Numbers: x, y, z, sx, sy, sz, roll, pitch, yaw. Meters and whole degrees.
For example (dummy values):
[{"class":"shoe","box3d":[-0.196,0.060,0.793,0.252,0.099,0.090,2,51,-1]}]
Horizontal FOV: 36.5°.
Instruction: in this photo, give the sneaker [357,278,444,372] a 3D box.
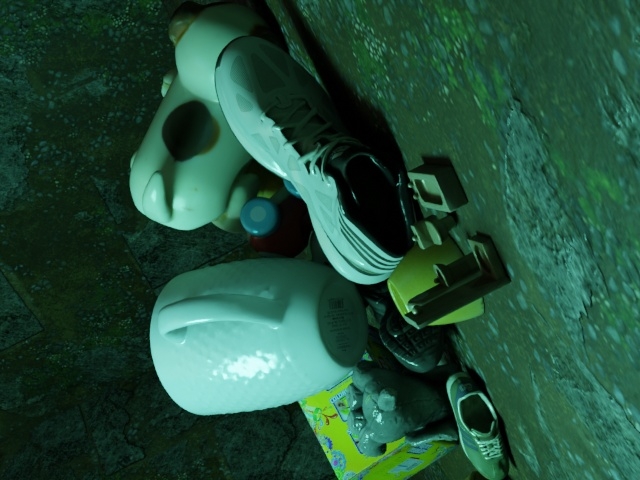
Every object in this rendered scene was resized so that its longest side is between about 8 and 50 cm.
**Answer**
[{"class":"sneaker","box3d":[0.155,0.147,1.637,0.130,0.109,0.286,60,-176,-26]}]

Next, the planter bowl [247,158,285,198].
[{"class":"planter bowl","box3d":[-0.081,-0.132,2.089,0.090,0.217,0.217,22,156,19]}]

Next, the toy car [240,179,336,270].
[{"class":"toy car","box3d":[0.000,0.000,1.829,0.238,0.210,0.219,48,179,17]}]

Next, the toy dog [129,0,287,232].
[{"class":"toy dog","box3d":[-0.216,-0.245,1.818,0.284,0.408,0.395,27,-162,20]}]

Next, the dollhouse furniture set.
[{"class":"dollhouse furniture set","box3d":[0.123,0.003,1.186,0.151,0.123,0.144,65,172,-10]}]

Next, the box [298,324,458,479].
[{"class":"box","box3d":[0.099,0.330,1.952,0.279,0.177,0.290,59,-167,24]}]

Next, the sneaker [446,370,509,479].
[{"class":"sneaker","box3d":[0.257,0.307,1.551,0.086,0.064,0.192,-135,22,-82]}]

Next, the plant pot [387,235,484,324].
[{"class":"plant pot","box3d":[0.149,0.064,1.333,0.134,0.095,0.134,61,173,13]}]

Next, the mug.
[{"class":"mug","box3d":[-0.121,0.155,1.715,0.374,0.328,0.276,21,-117,-53]}]

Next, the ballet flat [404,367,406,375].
[{"class":"ballet flat","box3d":[0.225,0.309,1.896,0.168,0.057,0.052,57,141,20]}]

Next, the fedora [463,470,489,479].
[{"class":"fedora","box3d":[0.288,0.463,1.695,0.194,0.194,0.079,-130,52,-62]}]

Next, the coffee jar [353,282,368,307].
[{"class":"coffee jar","box3d":[0.063,0.108,2.084,0.079,0.096,0.184,63,173,14]}]

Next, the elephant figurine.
[{"class":"elephant figurine","box3d":[0.175,0.273,1.647,0.186,0.239,0.169,-122,37,-58]}]

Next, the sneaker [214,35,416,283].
[{"class":"sneaker","box3d":[0.011,-0.152,1.445,0.447,0.169,0.257,55,163,3]}]
